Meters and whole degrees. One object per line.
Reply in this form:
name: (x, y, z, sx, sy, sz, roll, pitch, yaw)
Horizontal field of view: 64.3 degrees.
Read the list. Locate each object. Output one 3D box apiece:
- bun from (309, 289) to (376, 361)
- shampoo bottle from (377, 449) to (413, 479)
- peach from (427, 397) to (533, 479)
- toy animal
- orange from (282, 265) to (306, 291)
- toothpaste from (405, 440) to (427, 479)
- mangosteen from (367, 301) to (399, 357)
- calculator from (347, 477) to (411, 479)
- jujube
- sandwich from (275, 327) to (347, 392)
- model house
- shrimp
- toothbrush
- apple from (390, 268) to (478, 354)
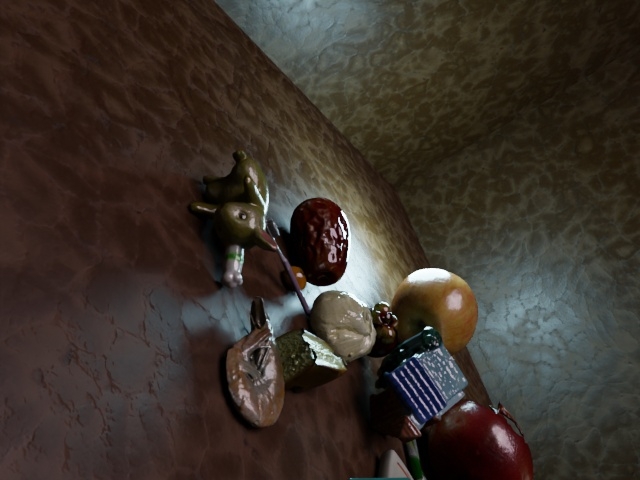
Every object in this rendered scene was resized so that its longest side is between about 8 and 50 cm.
bun: (0.084, 0.261, 1.626, 0.259, 0.160, 0.259, 49, 21, -25)
shampoo bottle: (0.191, 0.706, 1.376, 0.153, 0.071, 0.284, 59, 18, 4)
peach: (0.560, 0.783, 1.800, 0.310, 0.335, 0.406, -42, 108, -44)
toy animal: (-0.216, -0.068, 1.322, 0.180, 0.181, 0.363, 48, 22, -36)
orange: (-0.077, 0.117, 1.577, 0.086, 0.062, 0.086, 46, 25, -29)
toothpaste: (0.313, 0.725, 1.700, 0.078, 0.046, 0.248, 52, 18, -34)
mangosteen: (0.200, 0.311, 1.785, 0.200, 0.199, 0.200, 49, 22, -28)
calculator: (0.198, 0.688, 1.229, 0.248, 0.058, 0.274, 18, 22, -33)
jujube: (0.000, 0.000, 1.748, 0.223, 0.223, 0.318, 41, 34, -43)
sandwich: (-0.029, 0.316, 1.314, 0.235, 0.128, 0.122, 44, 21, -57)
model house: (0.257, 0.489, 1.594, 0.329, 0.295, 0.252, -27, 79, -50)
shrimp: (-0.153, 0.266, 1.160, 0.168, 0.077, 0.317, 34, 34, -46)
toothbrush: (-0.089, 0.085, 1.493, 0.024, 0.029, 0.354, -70, 146, -51)
apple: (0.480, 0.324, 2.200, 0.392, 0.391, 0.346, 62, 27, 6)
